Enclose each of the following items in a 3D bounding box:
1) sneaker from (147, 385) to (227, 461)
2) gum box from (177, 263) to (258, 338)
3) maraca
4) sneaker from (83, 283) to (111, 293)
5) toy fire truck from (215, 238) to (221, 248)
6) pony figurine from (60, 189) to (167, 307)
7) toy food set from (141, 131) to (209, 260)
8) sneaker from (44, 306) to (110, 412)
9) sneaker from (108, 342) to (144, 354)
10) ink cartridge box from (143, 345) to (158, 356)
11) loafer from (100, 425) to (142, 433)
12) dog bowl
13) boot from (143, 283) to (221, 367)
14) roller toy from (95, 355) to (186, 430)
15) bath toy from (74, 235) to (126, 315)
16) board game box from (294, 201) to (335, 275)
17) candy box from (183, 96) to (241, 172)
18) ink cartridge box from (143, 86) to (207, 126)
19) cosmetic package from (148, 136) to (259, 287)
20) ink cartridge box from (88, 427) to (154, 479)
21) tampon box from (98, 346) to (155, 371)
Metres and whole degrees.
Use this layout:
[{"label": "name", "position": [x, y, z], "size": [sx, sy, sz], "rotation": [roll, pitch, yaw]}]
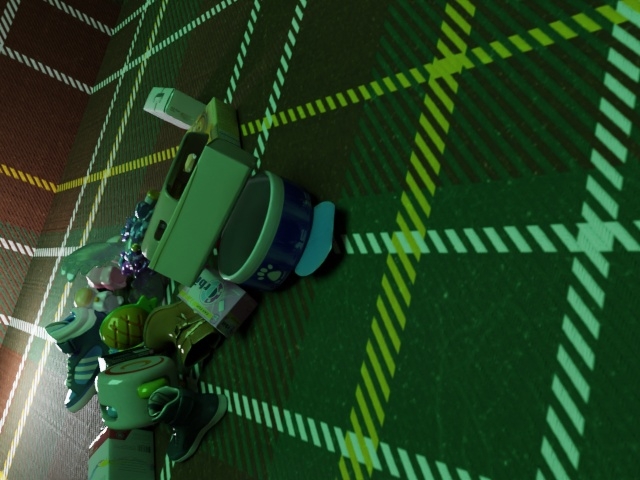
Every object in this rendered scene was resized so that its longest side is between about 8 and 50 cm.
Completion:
[{"label": "sneaker", "position": [-0.341, 0.421, 1.484], "size": [0.226, 0.163, 0.086], "rotation": [-53, 38, 22]}, {"label": "gum box", "position": [-0.251, 0.139, 1.545], "size": [0.188, 0.062, 0.107], "rotation": [29, 74, 42]}, {"label": "maraca", "position": [-0.516, 0.227, 1.774], "size": [0.185, 0.127, 0.099], "rotation": [-34, 30, -7]}, {"label": "sneaker", "position": [-0.773, 0.235, 2.226], "size": [0.115, 0.105, 0.281], "rotation": [-41, 45, 23]}, {"label": "toy fire truck", "position": [-0.288, -0.050, 1.781], "size": [0.192, 0.047, 0.135], "rotation": [30, 96, 56]}, {"label": "pony figurine", "position": [-0.543, 0.026, 1.933], "size": [0.363, 0.302, 0.351], "rotation": [-53, 4, 25]}, {"label": "toy food set", "position": [-0.366, -0.115, 1.671], "size": [0.306, 0.092, 0.220], "rotation": [-84, 20, -47]}, {"label": "sneaker", "position": [-0.767, 0.353, 1.995], "size": [0.323, 0.236, 0.130], "rotation": [-52, 21, 6]}, {"label": "sneaker", "position": [-0.595, 0.296, 1.919], "size": [0.240, 0.126, 0.091], "rotation": [-46, 10, 17]}, {"label": "ink cartridge box", "position": [-0.504, 0.334, 1.869], "size": [0.083, 0.028, 0.048], "rotation": [-45, 39, 28]}, {"label": "loafer", "position": [-0.515, 0.515, 1.755], "size": [0.223, 0.076, 0.078], "rotation": [-28, 86, 34]}, {"label": "dog bowl", "position": [-0.130, -0.020, 1.469], "size": [0.265, 0.104, 0.265], "rotation": [-43, 36, 42]}, {"label": "boot", "position": [-0.356, 0.252, 1.672], "size": [0.283, 0.109, 0.220], "rotation": [-46, 43, 16]}, {"label": "roller toy", "position": [-0.442, 0.376, 1.577], "size": [0.209, 0.191, 0.146], "rotation": [-65, -34, -85]}, {"label": "bath toy", "position": [-0.732, 0.144, 2.168], "size": [0.129, 0.151, 0.348], "rotation": [-19, 51, 42]}, {"label": "board game box", "position": [0.000, 0.000, 1.370], "size": [0.133, 0.033, 0.169], "rotation": [-32, 44, 46]}, {"label": "candy box", "position": [-0.319, -0.252, 1.901], "size": [0.183, 0.087, 0.316], "rotation": [-44, 42, 32]}, {"label": "ink cartridge box", "position": [-0.478, -0.440, 2.162], "size": [0.218, 0.158, 0.092], "rotation": [25, 91, 55]}, {"label": "cosmetic package", "position": [-0.262, -0.066, 1.462], "size": [0.309, 0.113, 0.160], "rotation": [-62, 6, 14]}, {"label": "ink cartridge box", "position": [-0.509, 0.588, 1.643], "size": [0.127, 0.128, 0.176], "rotation": [-46, 39, 28]}, {"label": "tampon box", "position": [-0.503, 0.376, 1.711], "size": [0.101, 0.120, 0.161], "rotation": [-7, 94, 54]}]
